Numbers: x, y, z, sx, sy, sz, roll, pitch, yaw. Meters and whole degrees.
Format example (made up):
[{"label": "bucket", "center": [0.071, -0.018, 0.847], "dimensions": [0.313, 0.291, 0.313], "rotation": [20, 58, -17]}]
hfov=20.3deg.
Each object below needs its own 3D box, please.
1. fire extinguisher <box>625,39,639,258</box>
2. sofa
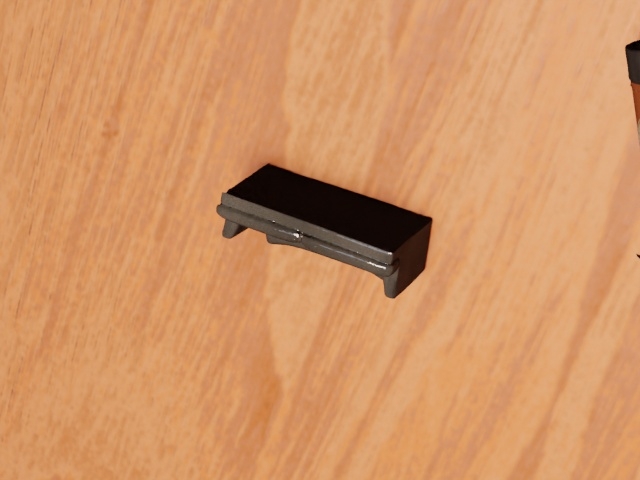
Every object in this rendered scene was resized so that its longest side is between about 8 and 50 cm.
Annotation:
[{"label": "fire extinguisher", "center": [0.240, -0.050, 1.220], "dimensions": [0.062, 0.050, 0.177], "rotation": [-7, 108, 10]}, {"label": "sofa", "center": [0.000, 0.000, 1.343], "dimensions": [0.147, 0.085, 0.060], "rotation": [19, 116, 18]}]
